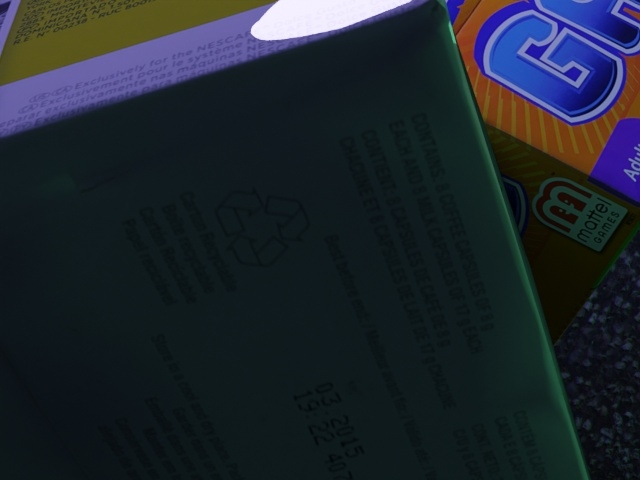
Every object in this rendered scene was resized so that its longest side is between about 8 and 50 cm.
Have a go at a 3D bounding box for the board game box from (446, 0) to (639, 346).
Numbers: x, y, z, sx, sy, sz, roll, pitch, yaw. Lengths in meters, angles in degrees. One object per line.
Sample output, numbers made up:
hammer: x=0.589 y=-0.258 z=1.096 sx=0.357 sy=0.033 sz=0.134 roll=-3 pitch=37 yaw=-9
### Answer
board game box: x=0.124 y=-0.125 z=0.948 sx=0.356 sy=0.356 sz=0.356 roll=-54 pitch=168 yaw=-34

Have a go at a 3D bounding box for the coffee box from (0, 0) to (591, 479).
coffee box: x=-0.069 y=0.009 z=0.566 sx=0.334 sy=0.338 sz=0.337 roll=-93 pitch=164 yaw=-57
